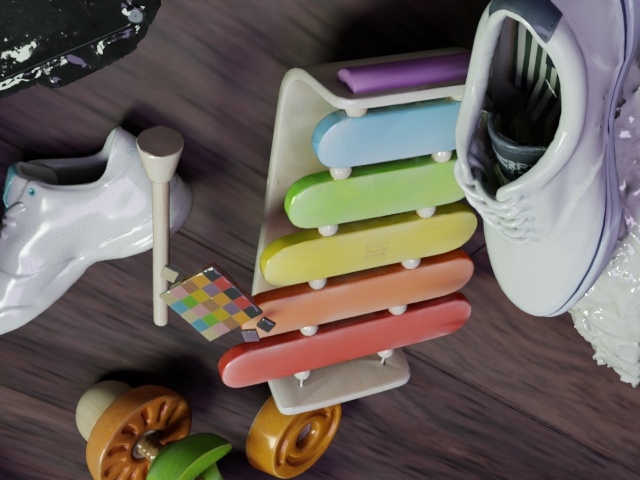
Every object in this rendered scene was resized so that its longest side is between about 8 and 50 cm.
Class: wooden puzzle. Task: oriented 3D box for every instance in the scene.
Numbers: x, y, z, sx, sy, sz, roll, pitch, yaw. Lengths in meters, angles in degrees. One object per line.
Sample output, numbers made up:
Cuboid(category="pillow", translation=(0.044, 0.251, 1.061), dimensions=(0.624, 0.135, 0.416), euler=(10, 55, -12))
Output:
Cuboid(category="wooden puzzle", translation=(-0.071, 0.041, 0.649), dimensions=(0.049, 0.006, 0.083), euler=(-28, 120, 29))

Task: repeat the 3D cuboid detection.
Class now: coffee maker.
Cuboid(category="coffee maker", translation=(-0.119, -0.164, 0.464), dimensions=(0.171, 0.178, 0.120), euler=(-2, 138, -1))

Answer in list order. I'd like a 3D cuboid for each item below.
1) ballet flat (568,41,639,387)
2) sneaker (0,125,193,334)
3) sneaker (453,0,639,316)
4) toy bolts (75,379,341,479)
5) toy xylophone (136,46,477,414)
Cuboid(category="ballet flat", translation=(0.187, -0.070, 0.656), dimensions=(0.147, 0.147, 0.409), euler=(-8, 133, 2))
Cuboid(category="sneaker", translation=(-0.200, -0.010, 0.696), dimensions=(0.212, 0.080, 0.094), euler=(-31, 127, 10))
Cuboid(category="sneaker", translation=(0.114, -0.045, 0.559), dimensions=(0.091, 0.094, 0.258), euler=(-34, 138, -27))
Cuboid(category="toy bolts", translation=(-0.109, 0.202, 0.912), dimensions=(0.218, 0.158, 0.228), euler=(-30, 136, -36))
Cuboid(category="toy xylophone", translation=(0.000, 0.000, 0.680), dimensions=(0.236, 0.081, 0.322), euler=(-17, 140, -15))
